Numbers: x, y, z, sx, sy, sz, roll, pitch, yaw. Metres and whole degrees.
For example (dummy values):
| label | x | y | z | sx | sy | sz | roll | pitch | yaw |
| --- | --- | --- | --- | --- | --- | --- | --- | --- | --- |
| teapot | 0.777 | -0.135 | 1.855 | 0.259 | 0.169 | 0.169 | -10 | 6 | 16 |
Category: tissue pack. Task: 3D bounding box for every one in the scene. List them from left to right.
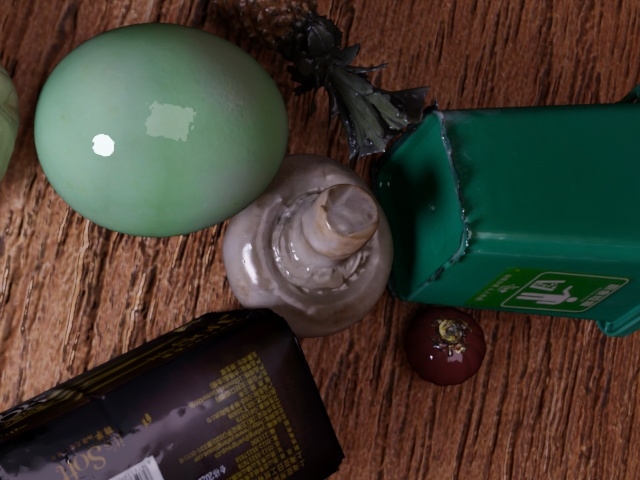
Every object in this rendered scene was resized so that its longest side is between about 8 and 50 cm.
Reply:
| label | x | y | z | sx | sy | sz | roll | pitch | yaw |
| --- | --- | --- | --- | --- | --- | --- | --- | --- | --- |
| tissue pack | -0.187 | 0.229 | 1.289 | 0.370 | 0.198 | 0.210 | -24 | 101 | -29 |

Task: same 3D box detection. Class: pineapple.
| label | x | y | z | sx | sy | sz | roll | pitch | yaw |
| --- | --- | --- | --- | --- | --- | --- | --- | --- | --- |
| pineapple | 0.001 | -0.215 | 1.436 | 0.130 | 0.119 | 0.277 | -41 | 86 | 8 |

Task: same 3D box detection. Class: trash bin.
| label | x | y | z | sx | sy | sz | roll | pitch | yaw |
| --- | --- | --- | --- | --- | --- | --- | --- | --- | --- |
| trash bin | 0.274 | -0.053 | 1.543 | 0.381 | 0.259 | 0.295 | 2 | 65 | -25 |

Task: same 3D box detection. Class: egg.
| label | x | y | z | sx | sy | sz | roll | pitch | yaw |
| --- | --- | --- | --- | --- | --- | --- | --- | --- | --- |
| egg | -0.160 | -0.112 | 1.319 | 0.270 | 0.220 | 0.220 | 2 | 85 | -36 |

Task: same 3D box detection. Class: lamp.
| label | x | y | z | sx | sy | sz | roll | pitch | yaw |
| --- | --- | --- | --- | --- | --- | --- | --- | --- | --- |
| lamp | 0.152 | 0.128 | 1.560 | 0.101 | 0.090 | 0.101 | 3 | 62 | -5 |

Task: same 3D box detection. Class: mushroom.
| label | x | y | z | sx | sy | sz | roll | pitch | yaw |
| --- | --- | --- | --- | --- | --- | --- | --- | --- | --- |
| mushroom | 0.003 | -0.003 | 1.429 | 0.206 | 0.209 | 0.206 | 33 | 44 | -37 |

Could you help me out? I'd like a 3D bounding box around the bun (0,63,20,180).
| label | x | y | z | sx | sy | sz | roll | pitch | yaw |
| --- | --- | --- | --- | --- | --- | --- | --- | --- | --- |
| bun | -0.410 | -0.117 | 1.211 | 0.259 | 0.160 | 0.259 | 1 | 89 | -31 |
